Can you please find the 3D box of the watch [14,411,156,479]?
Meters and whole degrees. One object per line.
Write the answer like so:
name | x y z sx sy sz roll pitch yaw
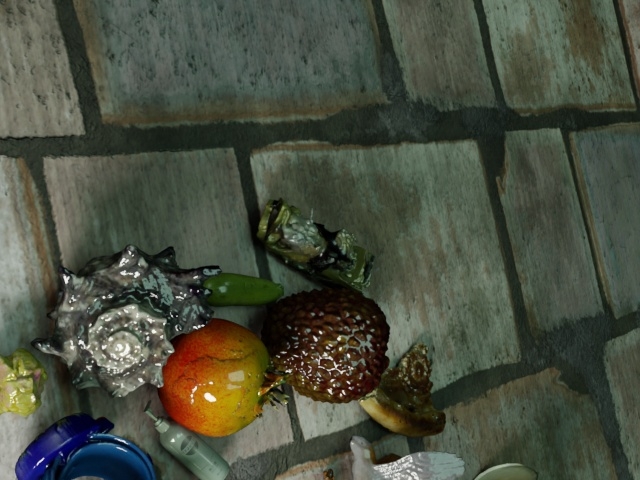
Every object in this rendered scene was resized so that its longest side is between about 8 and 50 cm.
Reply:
watch | -0.347 0.371 1.312 0.200 0.171 0.196 44 46 18

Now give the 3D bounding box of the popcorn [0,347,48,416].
popcorn | -0.467 0.220 1.331 0.089 0.109 0.097 -2 41 -14

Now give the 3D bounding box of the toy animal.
toy animal | 0.123 0.566 1.797 0.302 0.225 0.284 18 69 -16

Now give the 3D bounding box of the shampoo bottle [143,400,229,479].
shampoo bottle | -0.244 0.360 1.536 0.195 0.056 0.056 48 52 -24

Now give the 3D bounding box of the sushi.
sushi | -0.005 0.001 1.804 0.291 0.131 0.139 29 62 -26

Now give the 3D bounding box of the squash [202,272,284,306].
squash | -0.150 0.097 1.681 0.201 0.066 0.066 5 77 -43

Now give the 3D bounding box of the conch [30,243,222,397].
conch | -0.306 0.127 1.419 0.313 0.186 0.240 -32 79 -28

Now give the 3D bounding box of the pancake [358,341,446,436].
pancake | 0.203 0.327 1.970 0.266 0.057 0.244 40 55 -29

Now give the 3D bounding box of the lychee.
lychee | 0.016 0.203 1.707 0.271 0.236 0.236 15 68 -15

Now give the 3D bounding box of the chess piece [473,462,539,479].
chess piece | 0.482 0.721 2.076 0.182 0.182 0.330 -35 109 -43

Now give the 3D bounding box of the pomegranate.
pomegranate | -0.172 0.238 1.515 0.210 0.235 0.210 6 90 -80
